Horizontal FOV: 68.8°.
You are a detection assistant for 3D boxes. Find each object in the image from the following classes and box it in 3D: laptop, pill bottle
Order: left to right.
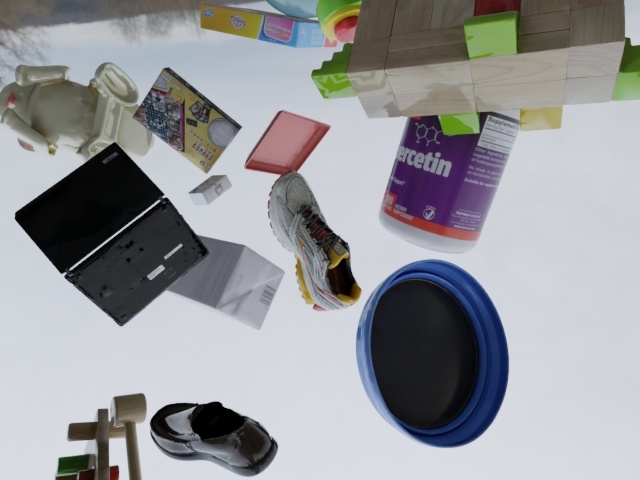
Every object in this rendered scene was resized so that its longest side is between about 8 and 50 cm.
[{"bbox_3d":[-0.401,-0.009,0.931,0.234,0.264,0.136,-42,-137,-15],"label":"laptop"},{"bbox_3d":[0.223,-0.152,0.791,0.181,0.323,0.181,13,-164,-4],"label":"pill bottle"}]

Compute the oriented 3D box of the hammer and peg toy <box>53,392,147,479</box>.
[{"bbox_3d":[-0.442,0.483,0.918,0.127,0.361,0.266,9,-145,-31],"label":"hammer and peg toy"}]

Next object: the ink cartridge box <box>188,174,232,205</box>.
[{"bbox_3d":[-0.379,-0.175,1.611,0.088,0.052,0.122,6,-141,42],"label":"ink cartridge box"}]

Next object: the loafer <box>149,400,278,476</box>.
[{"bbox_3d":[-0.155,0.249,0.637,0.219,0.078,0.080,-4,-155,32],"label":"loafer"}]

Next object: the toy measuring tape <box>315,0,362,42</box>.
[{"bbox_3d":[0.045,-0.472,1.047,0.121,0.122,0.330,-10,174,-5],"label":"toy measuring tape"}]

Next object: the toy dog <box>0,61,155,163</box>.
[{"bbox_3d":[-0.726,-0.369,1.364,0.407,0.285,0.395,11,-171,11],"label":"toy dog"}]

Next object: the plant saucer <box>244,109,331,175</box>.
[{"bbox_3d":[-0.124,-0.348,1.672,0.258,0.259,0.048,1,-133,-50],"label":"plant saucer"}]

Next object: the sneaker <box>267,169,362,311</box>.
[{"bbox_3d":[0.000,0.000,0.692,0.092,0.225,0.088,-7,-158,49],"label":"sneaker"}]

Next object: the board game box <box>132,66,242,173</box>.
[{"bbox_3d":[-0.358,-0.320,1.265,0.165,0.243,0.042,-47,-166,20],"label":"board game box"}]

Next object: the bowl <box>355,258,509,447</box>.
[{"bbox_3d":[0.246,0.239,1.019,0.391,0.391,0.077,-26,179,-32],"label":"bowl"}]

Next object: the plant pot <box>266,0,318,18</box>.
[{"bbox_3d":[-0.060,-0.665,1.040,0.290,0.291,0.195,1,-162,15],"label":"plant pot"}]

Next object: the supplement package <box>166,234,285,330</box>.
[{"bbox_3d":[-0.278,0.104,1.276,0.292,0.175,0.178,11,-109,41],"label":"supplement package"}]

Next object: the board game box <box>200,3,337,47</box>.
[{"bbox_3d":[-0.139,-0.607,1.325,0.316,0.064,0.242,21,-151,22],"label":"board game box"}]

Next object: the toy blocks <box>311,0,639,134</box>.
[{"bbox_3d":[0.201,-0.297,0.582,0.381,0.191,0.261,2,-110,25],"label":"toy blocks"}]
